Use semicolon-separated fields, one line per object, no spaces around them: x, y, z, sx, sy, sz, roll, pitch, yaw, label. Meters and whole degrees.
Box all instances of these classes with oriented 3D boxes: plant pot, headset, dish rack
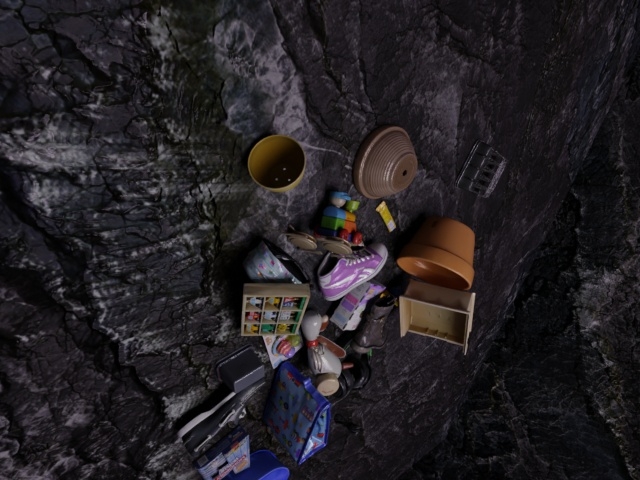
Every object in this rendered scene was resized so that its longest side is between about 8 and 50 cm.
0.218;-0.226;1.306;0.237;0.109;0.237;-27;134;-32;plant pot
-0.095;-0.169;1.017;0.134;0.134;0.095;-50;166;-7;plant pot
0.125;0.565;1.721;0.243;0.185;0.394;3;103;-47;headset
0.682;-0.285;1.784;0.271;0.074;0.208;7;113;-50;dish rack
0.465;0.041;1.645;0.291;0.290;0.204;43;68;-52;plant pot

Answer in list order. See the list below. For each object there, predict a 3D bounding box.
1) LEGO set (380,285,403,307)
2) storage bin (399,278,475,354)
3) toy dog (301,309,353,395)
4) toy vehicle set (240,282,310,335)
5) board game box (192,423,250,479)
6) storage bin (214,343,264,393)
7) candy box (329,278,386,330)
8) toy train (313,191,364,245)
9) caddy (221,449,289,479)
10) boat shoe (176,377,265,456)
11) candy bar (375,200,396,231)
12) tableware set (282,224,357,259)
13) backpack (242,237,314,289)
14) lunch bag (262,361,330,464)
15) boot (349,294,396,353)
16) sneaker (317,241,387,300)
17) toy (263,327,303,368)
0.296;0.250;1.745;0.227;0.093;0.087;-8;122;-43;LEGO set
0.460;0.306;1.699;0.123;0.262;0.260;-53;144;-44;storage bin
0.032;0.388;1.503;0.160;0.220;0.334;-15;141;-11;toy dog
-0.130;0.194;1.163;0.165;0.035;0.267;1;146;-11;toy vehicle set
-0.325;0.773;1.501;0.194;0.060;0.194;-34;136;-25;board game box
-0.238;0.397;1.295;0.135;0.091;0.098;-23;132;-33;storage bin
0.139;0.230;1.565;0.196;0.070;0.165;-59;152;5;candy box
0.087;-0.062;1.312;0.248;0.105;0.144;9;93;-58;toy train
-0.270;0.946;1.597;0.341;0.179;0.241;-14;103;-43;caddy
-0.285;0.530;1.315;0.302;0.091;0.114;-34;168;-16;boat shoe
0.233;-0.079;1.500;0.040;0.018;0.161;-46;142;-6;candy bar
0.000;0.000;1.190;0.128;0.194;0.039;50;53;-57;tableware set
-0.120;0.082;1.153;0.115;0.152;0.182;-47;136;-4;backpack
-0.076;0.576;1.478;0.138;0.221;0.293;-19;133;-38;lunch bag
0.228;0.304;1.615;0.263;0.091;0.229;-8;128;-58;boot
0.109;0.067;1.413;0.282;0.102;0.161;-38;136;-20;sneaker
-0.110;0.336;1.412;0.136;0.056;0.237;-33;137;-24;toy
